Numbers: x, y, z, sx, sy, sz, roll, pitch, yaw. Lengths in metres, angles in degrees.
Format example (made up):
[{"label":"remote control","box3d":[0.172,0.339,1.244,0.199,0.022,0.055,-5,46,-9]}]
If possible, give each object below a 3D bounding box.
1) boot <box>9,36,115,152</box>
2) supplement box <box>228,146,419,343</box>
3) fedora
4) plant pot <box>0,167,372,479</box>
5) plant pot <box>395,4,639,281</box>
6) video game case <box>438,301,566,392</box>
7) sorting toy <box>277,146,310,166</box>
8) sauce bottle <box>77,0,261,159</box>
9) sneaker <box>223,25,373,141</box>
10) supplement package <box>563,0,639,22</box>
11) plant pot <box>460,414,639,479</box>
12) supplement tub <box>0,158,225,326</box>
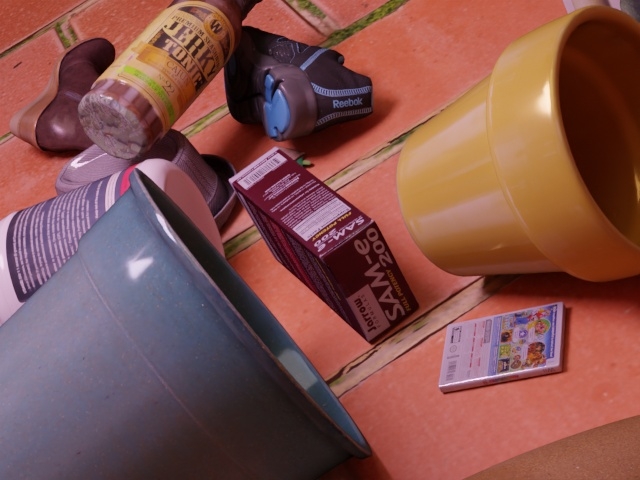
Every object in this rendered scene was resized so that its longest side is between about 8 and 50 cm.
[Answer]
[{"label":"boot","box3d":[-0.336,-0.217,2.097,0.207,0.090,0.248,13,50,31]},{"label":"supplement box","box3d":[0.000,0.000,1.482,0.073,0.130,0.239,-36,34,-9]},{"label":"fedora","box3d":[-0.246,-0.061,1.757,0.275,0.124,0.244,-5,40,33]},{"label":"plant pot","box3d":[-0.187,0.168,1.255,0.334,0.341,0.341,-39,33,1]},{"label":"plant pot","box3d":[0.212,-0.071,1.331,0.239,0.254,0.254,-19,32,44]},{"label":"video game case","box3d":[0.176,0.103,1.318,0.122,0.011,0.087,-14,36,24]},{"label":"sorting toy","box3d":[-0.048,-0.097,1.753,0.062,0.012,0.083,-39,31,-22]},{"label":"sauce bottle","box3d":[-0.176,-0.250,1.755,0.111,0.111,0.344,1,45,39]},{"label":"sneaker","box3d":[-0.042,-0.212,1.840,0.139,0.125,0.341,-9,25,-18]},{"label":"supplement package","box3d":[0.389,-0.258,1.402,0.199,0.263,0.198,1,44,39]},{"label":"plant pot","box3d":[0.227,0.224,0.958,0.254,0.237,0.237,-28,30,-24]},{"label":"supplement tub","box3d":[-0.265,0.033,1.585,0.272,0.191,0.191,-20,35,15]}]
